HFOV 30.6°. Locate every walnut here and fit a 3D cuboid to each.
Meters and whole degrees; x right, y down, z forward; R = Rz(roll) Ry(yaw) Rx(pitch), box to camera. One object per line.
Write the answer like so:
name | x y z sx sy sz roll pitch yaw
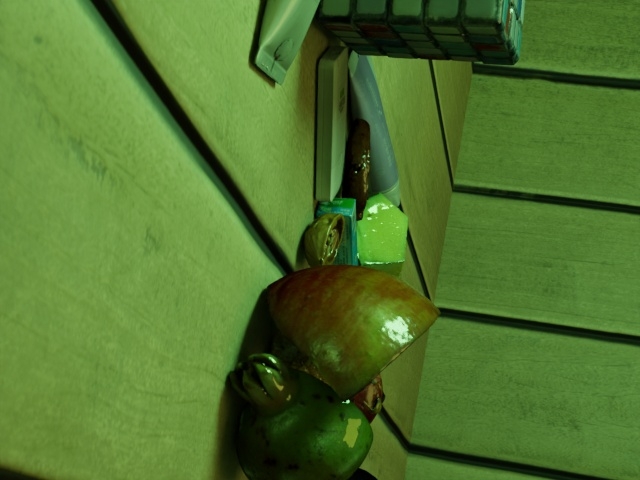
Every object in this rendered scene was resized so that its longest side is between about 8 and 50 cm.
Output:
walnut | 0.000 0.000 1.932 0.121 0.052 0.091 -57 154 -51

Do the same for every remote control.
remote control | 0.019 -0.193 1.944 0.103 0.034 0.250 -61 156 -59

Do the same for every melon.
melon | 0.104 0.079 2.294 0.323 0.124 0.196 92 14 -50

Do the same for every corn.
corn | -0.017 0.216 1.878 0.293 0.106 0.106 71 29 -64

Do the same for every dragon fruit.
dragon fruit | 0.045 0.326 2.214 0.125 0.125 0.246 -21 144 -43

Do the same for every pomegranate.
pomegranate | -0.039 0.274 1.642 0.159 0.190 0.241 -50 154 -25

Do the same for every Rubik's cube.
Rubik's cube | 0.173 -0.446 1.836 0.292 0.287 0.293 3 92 -74

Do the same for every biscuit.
biscuit | 0.062 -0.126 2.085 0.192 0.049 0.192 -177 -90 -85

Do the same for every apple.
apple | 0.048 0.126 1.720 0.346 0.254 0.179 -19 108 -80

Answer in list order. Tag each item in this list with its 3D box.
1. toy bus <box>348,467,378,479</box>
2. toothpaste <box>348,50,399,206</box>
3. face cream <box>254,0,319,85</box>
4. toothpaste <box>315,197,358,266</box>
toy bus | 0.027 0.531 2.198 0.303 0.127 0.147 -38 137 -72
toothpaste | 0.096 -0.213 2.200 0.125 0.080 0.371 -71 158 -44
face cream | -0.019 -0.370 1.574 0.143 0.089 0.314 23 83 -78
toothpaste | 0.031 0.038 2.072 0.050 0.065 0.266 -75 166 -47
